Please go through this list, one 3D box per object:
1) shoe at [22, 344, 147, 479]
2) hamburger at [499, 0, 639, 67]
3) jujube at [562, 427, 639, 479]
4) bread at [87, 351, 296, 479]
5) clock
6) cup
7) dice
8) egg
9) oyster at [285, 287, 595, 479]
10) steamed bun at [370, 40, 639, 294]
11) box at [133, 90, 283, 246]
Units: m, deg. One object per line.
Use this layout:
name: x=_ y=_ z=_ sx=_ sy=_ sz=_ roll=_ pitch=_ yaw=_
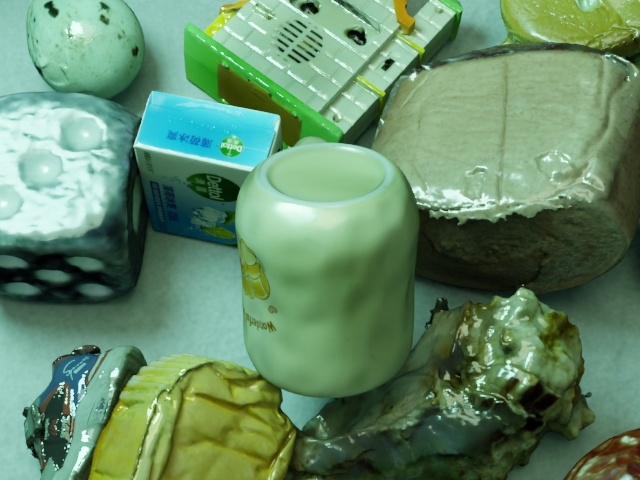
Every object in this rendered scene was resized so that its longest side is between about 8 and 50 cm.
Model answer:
shoe: x=-0.265 y=0.202 z=1.575 sx=0.126 sy=0.099 sz=0.227 roll=17 pitch=76 yaw=20
hamburger: x=0.298 y=-0.261 z=1.765 sx=0.215 sy=0.122 sz=0.189 roll=-18 pitch=61 yaw=-3
jujube: x=0.361 y=0.270 z=1.500 sx=0.290 sy=0.197 sz=0.197 roll=-6 pitch=66 yaw=-19
bread: x=-0.135 y=0.233 z=1.517 sx=0.179 sy=0.133 sz=0.250 roll=25 pitch=73 yaw=-34
clock: x=0.009 y=-0.233 z=1.768 sx=0.220 sy=0.106 sz=0.255 roll=37 pitch=67 yaw=14
cup: x=0.019 y=0.004 z=1.517 sx=0.173 sy=0.202 sz=0.255 roll=8 pitch=31 yaw=15
dice: x=-0.278 y=-0.043 z=1.636 sx=0.183 sy=0.181 sz=0.182 roll=1 pitch=66 yaw=-1
egg: x=-0.273 y=-0.229 z=1.749 sx=0.131 sy=0.131 sz=0.164 roll=-42 pitch=56 yaw=-16
oyster: x=0.107 y=0.169 z=1.562 sx=0.337 sy=0.133 sz=0.197 roll=-18 pitch=97 yaw=11
steamed bun: x=0.207 y=-0.064 z=1.638 sx=0.301 sy=0.199 sz=0.251 roll=0 pitch=51 yaw=24
box: x=-0.113 y=-0.069 z=1.639 sx=0.139 sy=0.194 sz=0.073 roll=12 pitch=65 yaw=6
